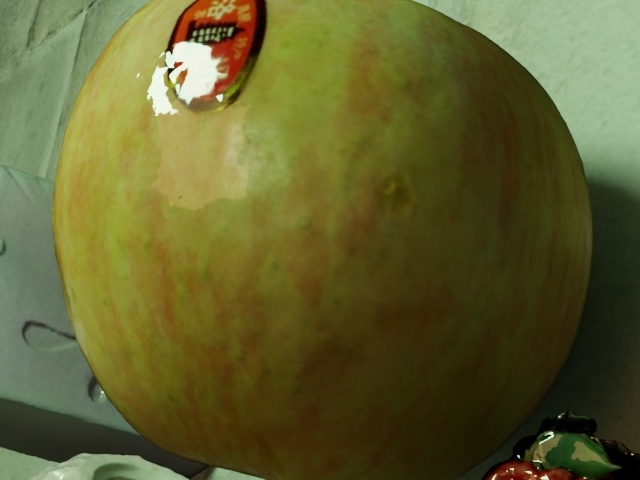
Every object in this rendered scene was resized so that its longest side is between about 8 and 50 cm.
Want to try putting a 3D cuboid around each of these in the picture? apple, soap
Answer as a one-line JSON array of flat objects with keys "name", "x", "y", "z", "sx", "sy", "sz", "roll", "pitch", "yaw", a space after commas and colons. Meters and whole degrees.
[{"name": "apple", "x": 0.000, "y": 0.000, "z": 0.849, "sx": 0.391, "sy": 0.391, "sz": 0.346, "roll": 10, "pitch": 86, "yaw": 56}, {"name": "soap", "x": -0.256, "y": 0.094, "z": 1.232, "sx": 0.107, "sy": 0.285, "sz": 0.296, "roll": -42, "pitch": 41, "yaw": 37}]

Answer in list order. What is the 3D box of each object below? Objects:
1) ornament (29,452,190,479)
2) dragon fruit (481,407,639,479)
[{"name": "ornament", "x": -0.191, "y": 0.323, "z": 1.021, "sx": 0.225, "sy": 0.259, "sz": 0.259, "roll": -65, "pitch": 33, "yaw": 10}, {"name": "dragon fruit", "x": 0.156, "y": 0.216, "z": 0.682, "sx": 0.182, "sy": 0.182, "sz": 0.188, "roll": -38, "pitch": 24, "yaw": 36}]
